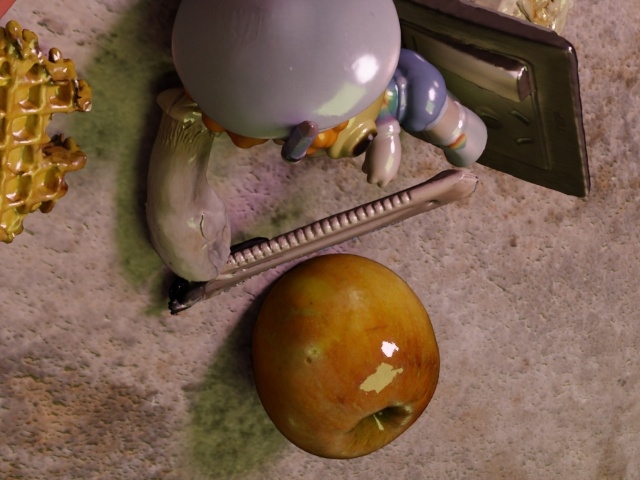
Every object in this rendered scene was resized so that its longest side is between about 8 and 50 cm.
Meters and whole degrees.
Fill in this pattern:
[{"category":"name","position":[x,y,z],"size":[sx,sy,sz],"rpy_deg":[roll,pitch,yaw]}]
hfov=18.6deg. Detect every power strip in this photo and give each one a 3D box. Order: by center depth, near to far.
[{"category":"power strip","position":[0.181,-0.179,2.099],"size":[0.092,0.257,0.251],"rpy_deg":[-55,151,-20]}]

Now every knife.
[{"category":"knife","position":[-0.002,-0.006,2.092],"size":[0.365,0.043,0.089],"rpy_deg":[-22,170,6]}]

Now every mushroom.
[{"category":"mushroom","position":[-0.136,-0.060,1.987],"size":[0.092,0.081,0.223],"rpy_deg":[-17,133,-15]}]

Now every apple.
[{"category":"apple","position":[0.027,0.130,2.257],"size":[0.237,0.207,0.237],"rpy_deg":[-22,148,-14]}]

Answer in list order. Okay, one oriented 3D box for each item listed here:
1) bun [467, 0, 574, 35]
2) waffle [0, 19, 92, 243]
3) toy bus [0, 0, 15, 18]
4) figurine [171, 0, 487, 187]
[{"category":"bun","position":[0.213,-0.267,2.173],"size":[0.164,0.111,0.188],"rpy_deg":[-15,134,-38]},{"category":"waffle","position":[-0.309,-0.085,1.792],"size":[0.229,0.051,0.231],"rpy_deg":[-47,144,-2]},{"category":"toy bus","position":[-0.280,-0.313,1.495],"size":[0.427,0.203,0.233],"rpy_deg":[-50,150,-1]},{"category":"figurine","position":[0.022,-0.178,1.940],"size":[0.205,0.224,0.382],"rpy_deg":[-53,154,17]}]
